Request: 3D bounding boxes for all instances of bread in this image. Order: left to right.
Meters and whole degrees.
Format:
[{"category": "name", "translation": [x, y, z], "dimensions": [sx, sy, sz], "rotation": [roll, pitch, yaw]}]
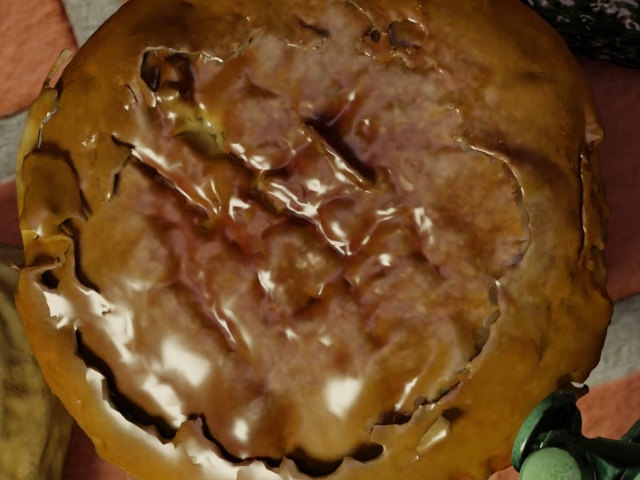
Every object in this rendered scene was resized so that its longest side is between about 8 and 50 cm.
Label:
[{"category": "bread", "translation": [-0.003, -0.001, 0.989], "dimensions": [0.358, 0.204, 0.337], "rotation": [-2, 86, 4]}]

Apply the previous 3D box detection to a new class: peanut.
[{"category": "peanut", "translation": [-0.232, 0.155, 1.039], "dimensions": [0.149, 0.149, 0.313], "rotation": [5, 87, 9]}]

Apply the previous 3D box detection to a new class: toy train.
[{"category": "toy train", "translation": [0.171, 0.177, 0.937], "dimensions": [0.101, 0.248, 0.159], "rotation": [33, 100, 34]}]

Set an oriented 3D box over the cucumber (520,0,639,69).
[{"category": "cucumber", "translation": [0.128, -0.177, 1.045], "dimensions": [0.359, 0.096, 0.096], "rotation": [13, 86, 9]}]
